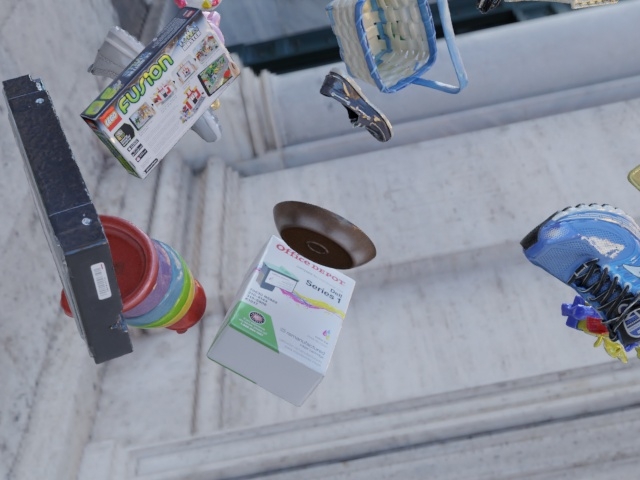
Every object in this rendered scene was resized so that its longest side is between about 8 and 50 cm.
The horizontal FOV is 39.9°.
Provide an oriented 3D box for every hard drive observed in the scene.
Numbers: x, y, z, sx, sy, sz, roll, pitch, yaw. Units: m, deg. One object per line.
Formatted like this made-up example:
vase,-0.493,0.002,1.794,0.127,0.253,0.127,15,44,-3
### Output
hard drive,-0.342,-0.032,1.180,0.237,0.064,0.339,94,-27,-50

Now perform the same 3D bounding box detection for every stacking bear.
stacking bear,-0.295,0.084,1.540,0.289,0.164,0.175,45,51,-65

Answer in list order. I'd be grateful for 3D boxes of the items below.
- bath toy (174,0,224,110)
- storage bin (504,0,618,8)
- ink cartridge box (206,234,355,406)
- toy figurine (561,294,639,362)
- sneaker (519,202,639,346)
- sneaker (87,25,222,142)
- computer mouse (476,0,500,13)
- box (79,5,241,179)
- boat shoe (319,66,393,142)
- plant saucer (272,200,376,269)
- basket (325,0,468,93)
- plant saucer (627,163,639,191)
bath toy,-0.268,-0.436,1.939,0.129,0.151,0.348,-53,163,-39
storage bin,0.444,-0.542,1.509,0.260,0.123,0.262,-23,124,-50
ink cartridge box,-0.068,0.146,1.684,0.117,0.201,0.278,-56,-173,38
toy figurine,0.588,0.133,1.689,0.217,0.362,0.191,9,-93,59
sneaker,0.428,0.059,1.244,0.130,0.330,0.147,-49,-152,45
sneaker,-0.307,-0.271,1.653,0.281,0.115,0.105,40,7,-9
computer mouse,0.435,-0.595,1.825,0.072,0.272,0.188,45,50,-19
box,-0.203,-0.193,1.148,0.036,0.207,0.114,21,-25,43
boat shoe,0.071,-0.261,1.795,0.206,0.065,0.075,45,-16,-34
plant saucer,0.000,0.000,1.536,0.198,0.198,0.036,73,39,-61
basket,0.165,-0.434,1.823,0.289,0.201,0.255,26,-34,46
plant saucer,0.956,-0.121,2.076,0.333,0.333,0.081,51,-6,27
